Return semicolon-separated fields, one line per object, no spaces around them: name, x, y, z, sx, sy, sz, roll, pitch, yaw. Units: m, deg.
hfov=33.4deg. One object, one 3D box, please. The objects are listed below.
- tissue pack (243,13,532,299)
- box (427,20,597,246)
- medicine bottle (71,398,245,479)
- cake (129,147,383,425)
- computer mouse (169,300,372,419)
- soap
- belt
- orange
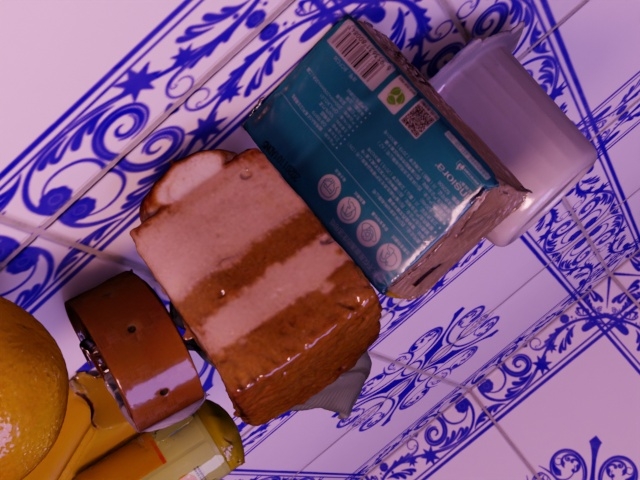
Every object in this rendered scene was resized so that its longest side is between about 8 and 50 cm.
tissue pack;0.073;-0.090;1.204;0.192;0.271;0.134;-44;160;19
box;0.223;-0.118;1.377;0.262;0.206;0.291;-51;168;31
medicine bottle;-0.222;0.318;1.489;0.239;0.124;0.124;-33;157;-11
cake;-0.086;0.037;1.186;0.196;0.293;0.199;-36;162;-7
computer mouse;-0.044;0.131;1.510;0.145;0.228;0.429;-48;154;12
soap;-0.323;0.308;1.593;0.204;0.096;0.324;-12;146;-44
belt;-0.217;0.132;1.259;0.105;0.184;0.261;-29;-174;-18
orange;-0.376;0.164;1.099;0.236;0.236;0.236;-31;156;-15
